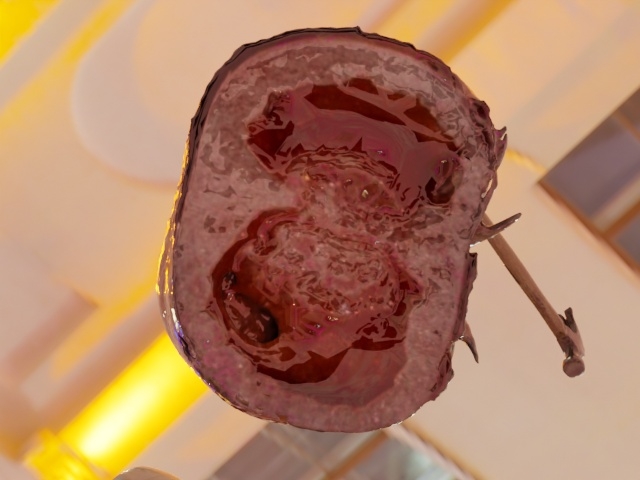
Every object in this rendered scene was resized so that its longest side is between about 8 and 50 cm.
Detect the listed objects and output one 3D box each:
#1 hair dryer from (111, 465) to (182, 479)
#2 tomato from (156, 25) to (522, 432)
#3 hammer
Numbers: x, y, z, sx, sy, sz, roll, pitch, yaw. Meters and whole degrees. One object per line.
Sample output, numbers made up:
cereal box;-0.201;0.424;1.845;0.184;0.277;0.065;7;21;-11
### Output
hair dryer;-0.122;0.315;1.205;0.206;0.237;0.075;29;179;32
tomato;0.000;0.000;0.879;0.180;0.214;0.155;19;170;-6
hammer;0.155;0.023;1.229;0.182;0.017;0.062;53;-157;-18
